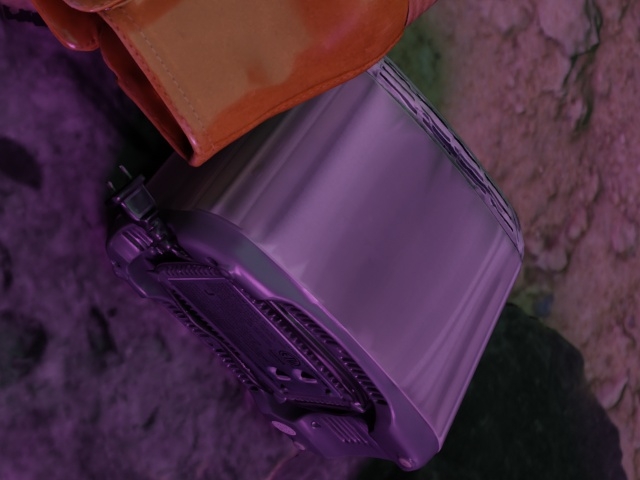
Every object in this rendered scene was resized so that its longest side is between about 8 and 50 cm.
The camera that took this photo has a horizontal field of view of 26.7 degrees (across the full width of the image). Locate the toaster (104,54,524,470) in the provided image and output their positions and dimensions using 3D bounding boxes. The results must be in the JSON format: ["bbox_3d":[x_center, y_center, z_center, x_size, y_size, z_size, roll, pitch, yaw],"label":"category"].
[{"bbox_3d":[0.000,0.000,0.684,0.227,0.129,0.146,47,62,-25],"label":"toaster"}]

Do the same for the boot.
[{"bbox_3d":[-0.065,-0.198,0.606,0.211,0.104,0.295,-33,87,-17],"label":"boot"}]
